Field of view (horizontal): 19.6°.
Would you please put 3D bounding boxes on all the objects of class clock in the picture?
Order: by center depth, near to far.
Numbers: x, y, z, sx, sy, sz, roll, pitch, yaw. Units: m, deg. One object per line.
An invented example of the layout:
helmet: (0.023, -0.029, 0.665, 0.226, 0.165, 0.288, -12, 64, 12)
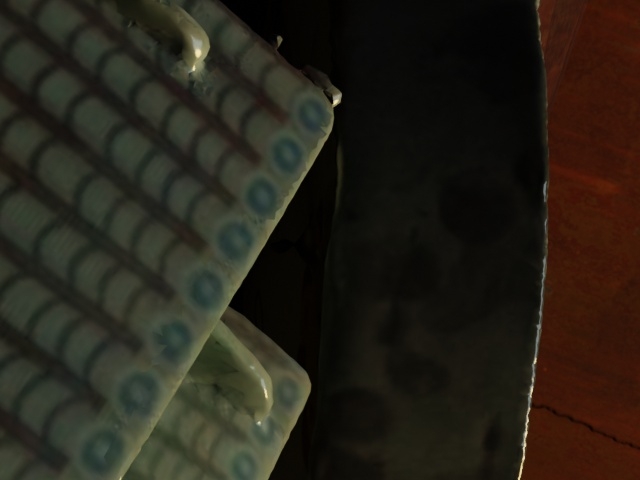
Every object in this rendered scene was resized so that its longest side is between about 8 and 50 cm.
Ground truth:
clock: (0.002, 0.001, 0.623, 0.312, 0.061, 0.313, -177, -90, -78)

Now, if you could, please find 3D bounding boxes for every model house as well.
model house: (-0.117, 0.052, 0.441, 0.215, 0.198, 0.224, 106, 11, -47)
